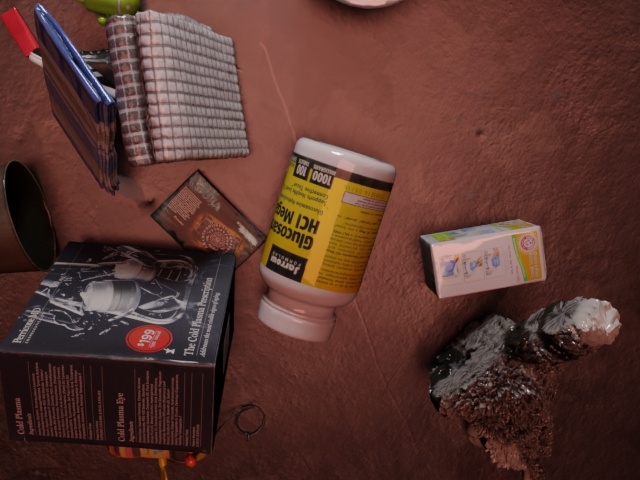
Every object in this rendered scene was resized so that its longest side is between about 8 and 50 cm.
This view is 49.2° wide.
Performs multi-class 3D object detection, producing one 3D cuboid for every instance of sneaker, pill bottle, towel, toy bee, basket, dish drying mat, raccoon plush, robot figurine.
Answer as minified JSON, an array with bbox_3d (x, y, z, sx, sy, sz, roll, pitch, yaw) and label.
[{"bbox_3d":[-0.390,-0.326,1.239,0.216,0.079,0.121,20,95,-14],"label":"sneaker"},{"bbox_3d":[0.000,0.000,1.250,0.187,0.188,0.334,16,98,-5],"label":"pill bottle"},{"bbox_3d":[-0.392,-0.217,1.142,0.034,0.285,0.209,-31,77,-25],"label":"towel"},{"bbox_3d":[-0.272,0.362,1.316,0.298,0.162,0.195,-24,98,2],"label":"toy bee"},{"bbox_3d":[-0.620,-0.020,1.244,0.226,0.154,0.205,-12,103,3],"label":"basket"},{"bbox_3d":[-0.537,-0.373,1.254,0.032,0.008,0.083,-30,99,2],"label":"dish drying mat"},{"bbox_3d":[0.395,0.295,1.229,0.299,0.446,0.216,44,64,-9],"label":"raccoon plush"},{"bbox_3d":[-0.235,-0.244,1.161,0.121,0.283,0.235,-6,97,18],"label":"towel"},{"bbox_3d":[-0.367,-0.427,1.222,0.115,0.067,0.101,11,109,-5],"label":"robot figurine"}]

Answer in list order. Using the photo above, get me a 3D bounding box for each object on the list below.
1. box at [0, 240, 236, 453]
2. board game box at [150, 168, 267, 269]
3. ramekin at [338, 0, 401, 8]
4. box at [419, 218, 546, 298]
[{"bbox_3d":[-0.313,0.164,1.172,0.312,0.343,0.179,4,117,-3],"label":"box"},{"bbox_3d":[-0.209,-0.025,1.319,0.126,0.026,0.186,-43,99,5],"label":"board game box"},{"bbox_3d":[0.083,-0.533,1.186,0.272,0.127,0.273,0,104,-1],"label":"ramekin"},{"bbox_3d":[0.300,0.032,1.306,0.203,0.114,0.103,-10,99,-1],"label":"box"}]
